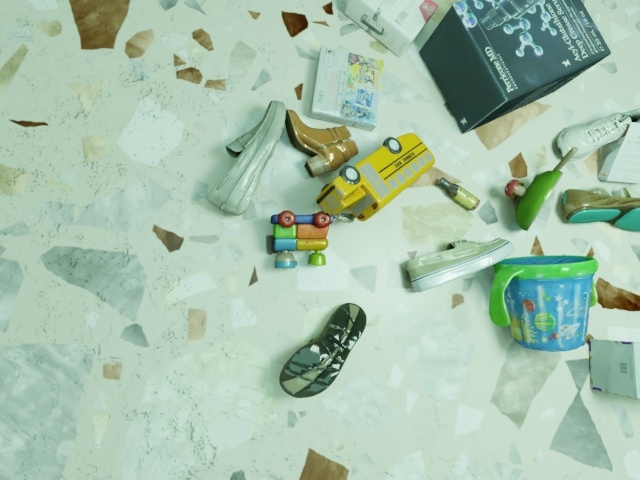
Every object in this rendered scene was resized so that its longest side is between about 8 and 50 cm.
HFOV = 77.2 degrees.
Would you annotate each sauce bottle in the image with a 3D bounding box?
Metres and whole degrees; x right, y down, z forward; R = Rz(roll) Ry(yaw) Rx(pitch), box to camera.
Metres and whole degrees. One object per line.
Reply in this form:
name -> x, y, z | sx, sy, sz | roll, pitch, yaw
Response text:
sauce bottle -> 0.390, -0.134, 1.138 | 0.128, 0.042, 0.042 | 32, 76, -6

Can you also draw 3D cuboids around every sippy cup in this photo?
sippy cup -> 0.585, 0.160, 1.045 | 0.305, 0.240, 0.224 | -4, 91, 12

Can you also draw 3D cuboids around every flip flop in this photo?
flip flop -> 0.011, 0.266, 0.979 | 0.112, 0.080, 0.277 | 41, 60, 3

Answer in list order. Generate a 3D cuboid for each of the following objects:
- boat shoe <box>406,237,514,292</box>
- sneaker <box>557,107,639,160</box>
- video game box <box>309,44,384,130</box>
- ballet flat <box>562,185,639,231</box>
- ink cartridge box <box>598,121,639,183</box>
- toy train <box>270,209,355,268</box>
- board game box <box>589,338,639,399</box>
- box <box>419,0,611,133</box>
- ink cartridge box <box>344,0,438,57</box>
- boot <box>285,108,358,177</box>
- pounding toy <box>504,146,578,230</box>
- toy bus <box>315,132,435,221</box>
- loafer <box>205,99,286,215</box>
boat shoe -> 0.374, 0.045, 1.072 | 0.302, 0.109, 0.094 | -20, 83, -11
sneaker -> 0.861, -0.335, 1.231 | 0.292, 0.118, 0.110 | -24, 87, -13
video game box -> 0.075, -0.425, 1.123 | 0.187, 0.048, 0.205 | 9, 79, -8
ballet flat -> 0.885, -0.106, 1.212 | 0.342, 0.116, 0.124 | 4, 60, -7
ink cartridge box -> 0.957, -0.267, 1.231 | 0.145, 0.045, 0.179 | 2, 112, -11
toy train -> 0.000, 0.000, 1.011 | 0.248, 0.105, 0.143 | 1, 90, -11
board game box -> 0.918, 0.357, 1.106 | 0.275, 0.142, 0.144 | 7, 79, -10
box -> 0.547, -0.542, 1.155 | 0.395, 0.212, 0.293 | -27, 87, -14
ink cartridge box -> 0.203, -0.674, 1.169 | 0.218, 0.092, 0.158 | 38, 75, -5
boot -> 0.002, -0.280, 1.072 | 0.152, 0.073, 0.197 | -29, 99, -14
pounding toy -> 0.595, -0.151, 1.136 | 0.110, 0.183, 0.237 | 32, 74, 22
toy bus -> 0.143, -0.156, 1.008 | 0.332, 0.108, 0.130 | -39, 91, -35
loafer -> -0.180, -0.219, 1.002 | 0.111, 0.112, 0.319 | 26, 77, -15
